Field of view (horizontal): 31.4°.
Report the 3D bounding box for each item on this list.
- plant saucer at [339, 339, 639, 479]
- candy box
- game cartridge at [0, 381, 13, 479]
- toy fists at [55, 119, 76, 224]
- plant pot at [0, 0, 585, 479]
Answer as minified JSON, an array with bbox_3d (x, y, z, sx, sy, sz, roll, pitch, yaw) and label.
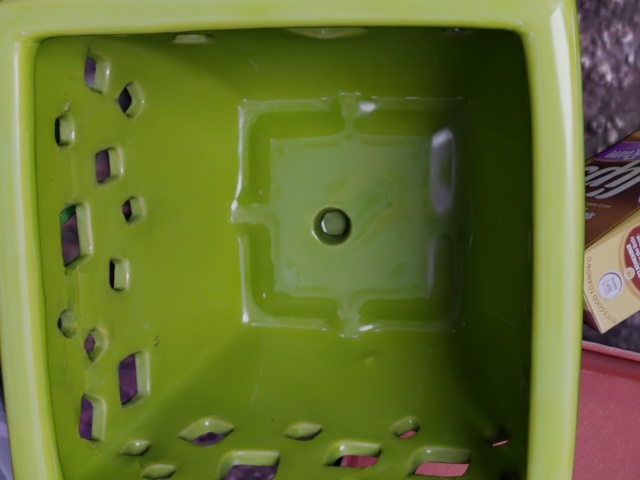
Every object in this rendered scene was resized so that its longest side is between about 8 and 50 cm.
[{"bbox_3d":[0.116,0.178,0.705,0.259,0.048,0.258,14,97,-19],"label":"plant saucer"},{"bbox_3d":[0.200,-0.025,0.657,0.187,0.109,0.053,-31,109,-10],"label":"candy box"},{"bbox_3d":[-0.225,0.187,0.596,0.196,0.060,0.294,-20,107,-17],"label":"game cartridge"},{"bbox_3d":[-0.253,-0.033,0.520,0.279,0.096,0.142,-25,118,-13],"label":"toy fists"},{"bbox_3d":[0.000,0.000,0.520,0.228,0.207,0.227,1,101,11],"label":"plant pot"}]
